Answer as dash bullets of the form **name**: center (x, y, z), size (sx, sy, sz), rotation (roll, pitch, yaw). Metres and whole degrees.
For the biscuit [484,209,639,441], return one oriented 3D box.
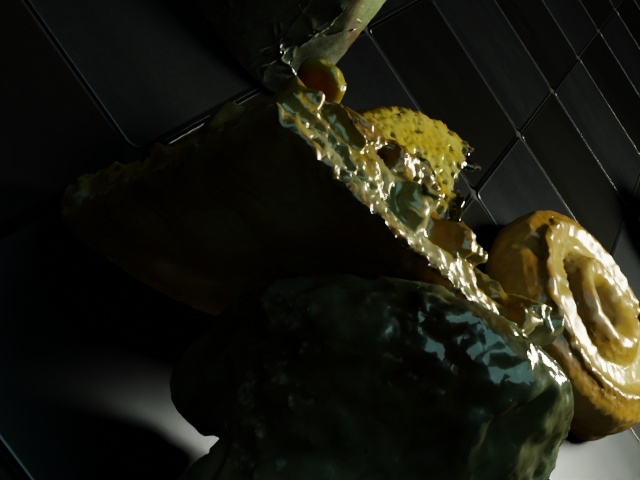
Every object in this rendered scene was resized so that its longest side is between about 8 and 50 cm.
- **biscuit**: center (0.323, 0.096, 1.128), size (0.296, 0.102, 0.296), rotation (29, 46, -34)

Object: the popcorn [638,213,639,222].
- **popcorn**: center (0.644, -0.020, 1.585), size (0.197, 0.155, 0.198), rotation (14, 58, -22)

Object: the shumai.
- **shumai**: center (0.014, 0.156, 0.529), size (0.222, 0.272, 0.204), rotation (37, 40, -26)

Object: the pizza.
- **pizza**: center (-0.016, 0.015, 0.616), size (0.258, 0.268, 0.087), rotation (46, 49, -27)

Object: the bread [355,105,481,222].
- **bread**: center (0.020, -0.024, 0.779), size (0.147, 0.160, 0.260), rotation (41, 44, -15)

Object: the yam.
- **yam**: center (0.009, -0.313, 0.880), size (0.201, 0.271, 0.202), rotation (40, 33, -24)
